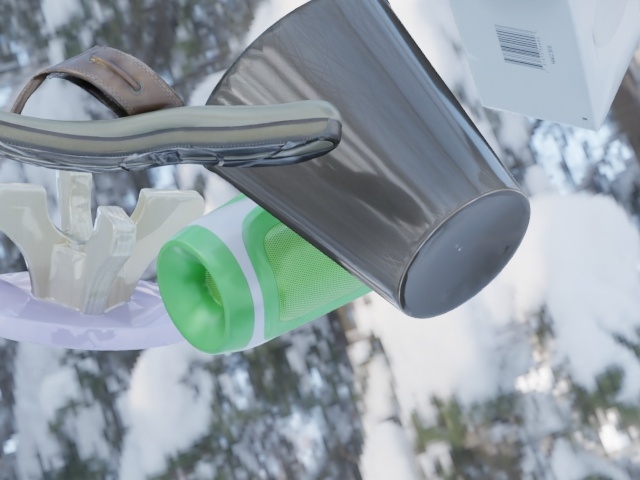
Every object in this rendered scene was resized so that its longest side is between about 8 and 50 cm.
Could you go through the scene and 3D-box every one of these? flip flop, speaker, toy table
[{"bbox_3d":[-0.123,-0.092,1.018,0.277,0.080,0.112,-2,-4,-4],"label":"flip flop"},{"bbox_3d":[0.000,0.000,1.384,0.297,0.131,0.131,-24,-13,-34],"label":"speaker"},{"bbox_3d":[-0.260,0.017,1.694,0.274,0.252,0.160,-2,-69,-35],"label":"toy table"}]

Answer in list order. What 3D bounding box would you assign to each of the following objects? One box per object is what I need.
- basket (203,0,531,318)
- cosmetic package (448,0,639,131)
[{"bbox_3d":[0.045,-0.060,1.176,0.204,0.227,0.154,-41,-31,-3],"label":"basket"},{"bbox_3d":[0.237,-0.271,1.478,0.138,0.224,0.224,16,-28,29],"label":"cosmetic package"}]
